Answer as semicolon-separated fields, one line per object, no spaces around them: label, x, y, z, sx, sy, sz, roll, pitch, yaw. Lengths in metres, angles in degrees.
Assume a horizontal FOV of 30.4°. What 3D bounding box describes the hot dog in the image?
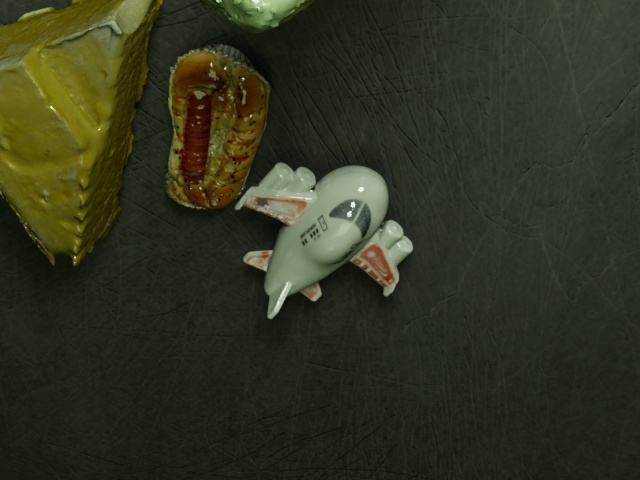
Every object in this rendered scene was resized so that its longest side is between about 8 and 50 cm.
hot dog;-0.139;-0.140;1.521;0.131;0.069;0.252;12;130;-3

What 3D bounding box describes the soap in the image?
soap;-0.270;-0.130;1.486;0.305;0.169;0.338;-10;128;28

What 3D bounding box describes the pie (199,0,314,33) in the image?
pie;0.052;-0.366;1.090;0.180;0.418;0.395;39;122;-15

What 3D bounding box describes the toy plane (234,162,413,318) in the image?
toy plane;0.000;-0.003;1.585;0.252;0.118;0.252;2;128;3
